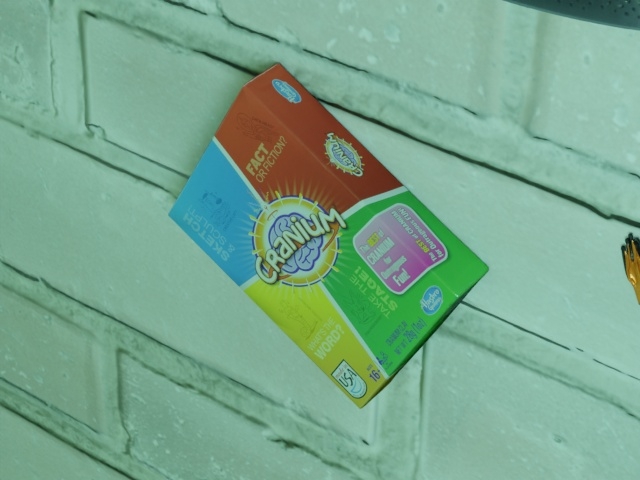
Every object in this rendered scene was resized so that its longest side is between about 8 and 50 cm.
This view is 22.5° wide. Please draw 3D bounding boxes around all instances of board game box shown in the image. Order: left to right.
[{"bbox_3d":[0.000,0.000,1.745,0.316,0.064,0.242,44,137,9],"label":"board game box"}]

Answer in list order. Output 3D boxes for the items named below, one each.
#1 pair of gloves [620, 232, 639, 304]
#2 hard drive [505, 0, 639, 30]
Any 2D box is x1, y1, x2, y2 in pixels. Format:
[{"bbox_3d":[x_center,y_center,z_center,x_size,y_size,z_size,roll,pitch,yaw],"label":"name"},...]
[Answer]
[{"bbox_3d":[0.325,0.026,1.518,0.083,0.010,0.074,-3,113,39],"label":"pair of gloves"},{"bbox_3d":[0.188,-0.290,1.397,0.255,0.054,0.172,21,129,30],"label":"hard drive"}]
